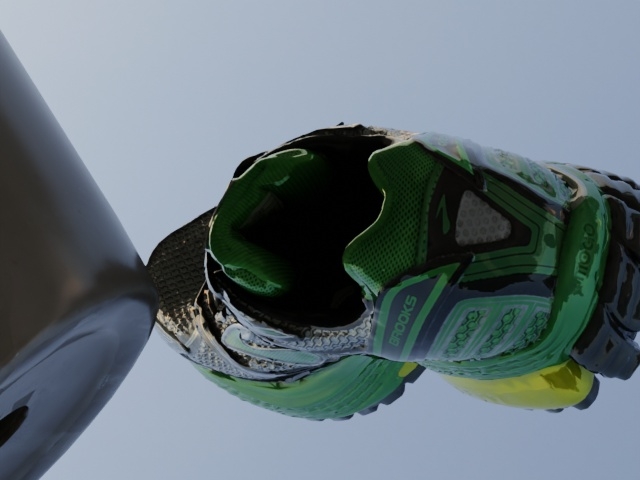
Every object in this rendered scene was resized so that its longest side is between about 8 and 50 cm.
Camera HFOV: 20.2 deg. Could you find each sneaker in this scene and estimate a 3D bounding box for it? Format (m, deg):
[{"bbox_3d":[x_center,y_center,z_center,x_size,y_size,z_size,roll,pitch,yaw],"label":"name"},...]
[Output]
[{"bbox_3d":[0.000,0.000,0.828,0.343,0.146,0.134,-12,-120,59],"label":"sneaker"}]

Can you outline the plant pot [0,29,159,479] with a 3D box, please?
[{"bbox_3d":[-0.234,-0.002,0.794,0.280,0.323,0.323,43,-90,10],"label":"plant pot"}]
